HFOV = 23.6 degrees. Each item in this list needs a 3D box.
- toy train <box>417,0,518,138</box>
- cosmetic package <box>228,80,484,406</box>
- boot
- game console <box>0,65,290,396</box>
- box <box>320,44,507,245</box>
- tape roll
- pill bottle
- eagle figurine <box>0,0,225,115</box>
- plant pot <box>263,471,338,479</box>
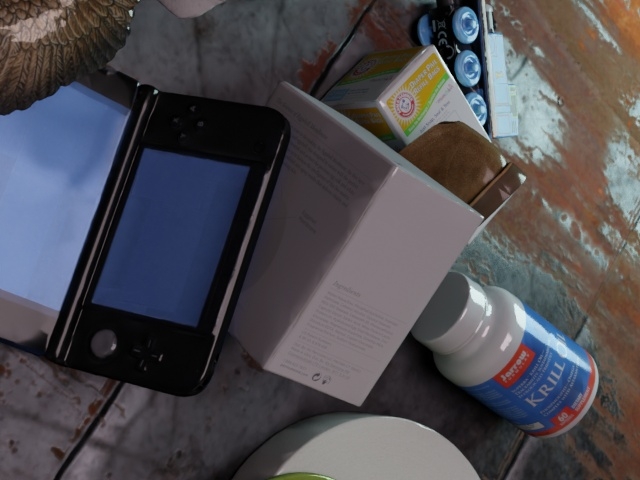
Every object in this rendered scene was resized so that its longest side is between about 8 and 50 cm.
[{"bbox_3d":[0.170,-0.195,1.763,0.105,0.080,0.184,-8,92,-46],"label":"toy train"},{"bbox_3d":[0.000,0.000,1.491,0.138,0.224,0.224,25,101,-39],"label":"cosmetic package"},{"bbox_3d":[0.071,-0.002,1.617,0.115,0.112,0.305,44,107,0],"label":"boot"},{"bbox_3d":[-0.203,-0.031,1.430,0.173,0.250,0.293,39,66,-59],"label":"game console"},{"bbox_3d":[0.107,-0.104,1.688,0.103,0.114,0.203,-47,118,-26],"label":"box"},{"bbox_3d":[0.037,0.382,1.665,0.392,0.072,0.391,0,91,-37],"label":"tape roll"},{"bbox_3d":[0.208,0.129,1.759,0.221,0.124,0.124,35,70,-32],"label":"pill bottle"},{"bbox_3d":[-0.239,-0.257,1.375,0.298,0.225,0.226,-47,117,-49],"label":"eagle figurine"},{"bbox_3d":[0.046,0.374,1.469,0.276,0.254,0.276,1,89,-37],"label":"plant pot"}]
